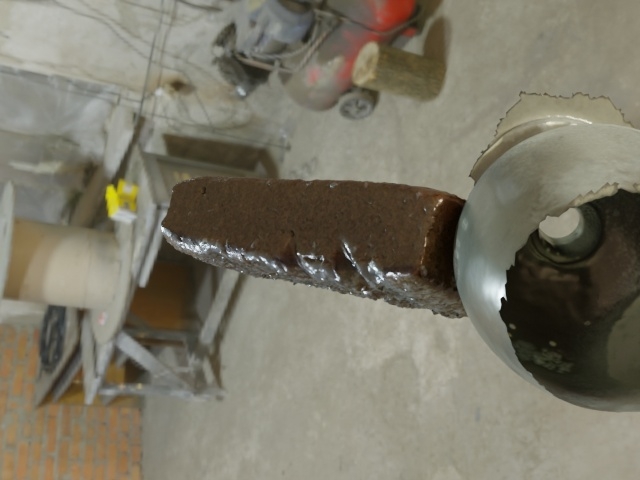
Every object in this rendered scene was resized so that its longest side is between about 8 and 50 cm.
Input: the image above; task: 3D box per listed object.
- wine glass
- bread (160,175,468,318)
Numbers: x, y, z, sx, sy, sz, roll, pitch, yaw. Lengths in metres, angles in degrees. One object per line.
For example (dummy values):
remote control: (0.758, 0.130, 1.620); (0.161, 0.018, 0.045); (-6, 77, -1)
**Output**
wine glass: (0.231, -0.001, 0.693); (0.323, 0.238, 0.238); (-77, 5, -72)
bread: (0.000, 0.000, 0.875); (0.416, 0.165, 0.113); (7, 78, 45)
